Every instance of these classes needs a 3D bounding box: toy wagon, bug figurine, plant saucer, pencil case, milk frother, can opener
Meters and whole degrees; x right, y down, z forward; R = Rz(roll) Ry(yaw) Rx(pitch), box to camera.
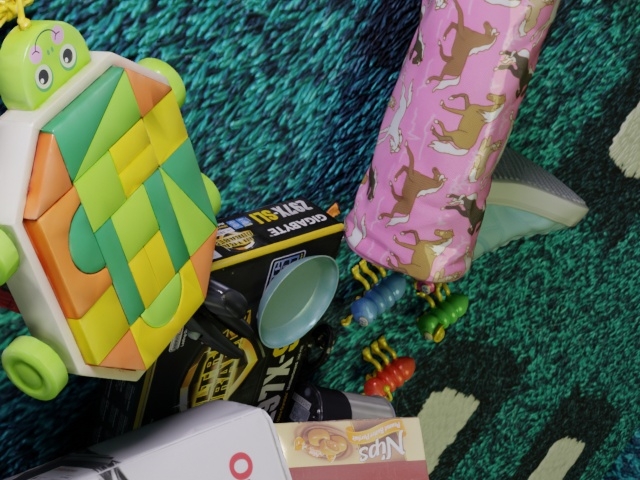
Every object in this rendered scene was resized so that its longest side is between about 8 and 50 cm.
[{"bbox_3d":[-0.192,-0.046,1.089,0.267,0.068,0.344,-53,139,-42],"label":"toy wagon"},{"bbox_3d":[0.118,0.103,1.772,0.216,0.072,0.279,-40,147,-21],"label":"bug figurine"},{"bbox_3d":[-0.029,0.062,1.427,0.119,0.021,0.119,-35,146,-29],"label":"plant saucer"},{"bbox_3d":[0.138,-0.143,1.420,0.167,0.160,0.386,-26,136,-59],"label":"pencil case"},{"bbox_3d":[0.027,0.192,1.671,0.134,0.129,0.143,16,116,-41],"label":"milk frother"},{"bbox_3d":[-0.106,0.082,1.312,0.059,0.073,0.186,-54,159,-14],"label":"can opener"}]

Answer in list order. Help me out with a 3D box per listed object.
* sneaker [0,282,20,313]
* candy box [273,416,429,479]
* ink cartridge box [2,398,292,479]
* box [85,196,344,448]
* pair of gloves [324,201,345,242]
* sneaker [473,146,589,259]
[{"bbox_3d":[-0.240,0.012,1.191,0.262,0.104,0.125,34,69,-58],"label":"sneaker"},{"bbox_3d":[-0.003,0.308,1.623,0.182,0.088,0.316,-1,154,-16],"label":"candy box"},{"bbox_3d":[-0.208,0.354,1.273,0.394,0.166,0.286,-19,95,-22],"label":"ink cartridge box"},{"bbox_3d":[-0.120,0.123,1.461,0.257,0.079,0.322,-19,136,-46],"label":"box"},{"bbox_3d":[0.000,0.000,1.563,0.074,0.010,0.083,-40,148,-21],"label":"pair of gloves"},{"bbox_3d":[0.206,-0.039,1.707,0.366,0.135,0.150,9,122,-47],"label":"sneaker"}]
